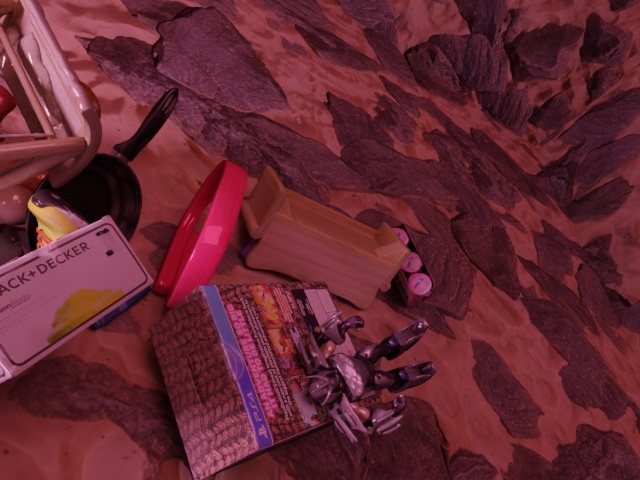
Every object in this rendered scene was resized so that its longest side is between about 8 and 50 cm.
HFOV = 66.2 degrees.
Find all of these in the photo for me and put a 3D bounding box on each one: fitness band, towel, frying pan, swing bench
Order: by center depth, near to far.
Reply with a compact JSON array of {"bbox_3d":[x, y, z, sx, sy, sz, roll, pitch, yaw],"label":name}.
[{"bbox_3d":[-0.433,-0.183,0.594,0.255,0.165,0.253,-25,78,-24],"label":"swing bench"},{"bbox_3d":[-0.338,-0.101,0.740,0.053,0.326,0.197,21,8,23],"label":"frying pan"},{"bbox_3d":[-0.326,0.083,0.772,0.067,0.029,0.119,47,38,-1],"label":"towel"},{"bbox_3d":[-0.199,-0.013,0.829,0.054,0.209,0.290,30,39,-23],"label":"fitness band"}]

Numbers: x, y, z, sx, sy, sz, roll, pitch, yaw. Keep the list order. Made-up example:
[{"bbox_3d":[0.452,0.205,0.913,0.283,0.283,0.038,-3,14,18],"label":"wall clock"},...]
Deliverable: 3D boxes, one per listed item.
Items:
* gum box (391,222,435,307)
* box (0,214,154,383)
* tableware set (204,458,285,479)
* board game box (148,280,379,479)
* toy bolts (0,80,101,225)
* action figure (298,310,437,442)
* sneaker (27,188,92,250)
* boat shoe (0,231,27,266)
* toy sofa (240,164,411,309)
[{"bbox_3d":[0.213,0.067,1.220,0.062,0.107,0.188,-20,66,-7],"label":"gum box"},{"bbox_3d":[-0.337,0.090,0.536,0.087,0.290,0.169,58,36,-9],"label":"box"},{"bbox_3d":[-0.116,0.402,0.686,0.128,0.039,0.194,18,39,-16],"label":"tableware set"},{"bbox_3d":[-0.079,0.200,0.777,0.291,0.141,0.232,5,53,-52],"label":"board game box"},{"bbox_3d":[-0.461,-0.150,0.714,0.229,0.218,0.158,29,30,-8],"label":"toy bolts"},{"bbox_3d":[0.076,0.196,0.759,0.285,0.099,0.185,0,63,-51],"label":"action figure"},{"bbox_3d":[-0.346,0.016,0.662,0.081,0.208,0.094,38,63,18],"label":"sneaker"},{"bbox_3d":[-0.459,0.050,0.543,0.099,0.116,0.319,58,12,-10],"label":"boat shoe"},{"bbox_3d":[0.000,0.000,1.083,0.363,0.177,0.150,23,19,-27],"label":"toy sofa"}]
